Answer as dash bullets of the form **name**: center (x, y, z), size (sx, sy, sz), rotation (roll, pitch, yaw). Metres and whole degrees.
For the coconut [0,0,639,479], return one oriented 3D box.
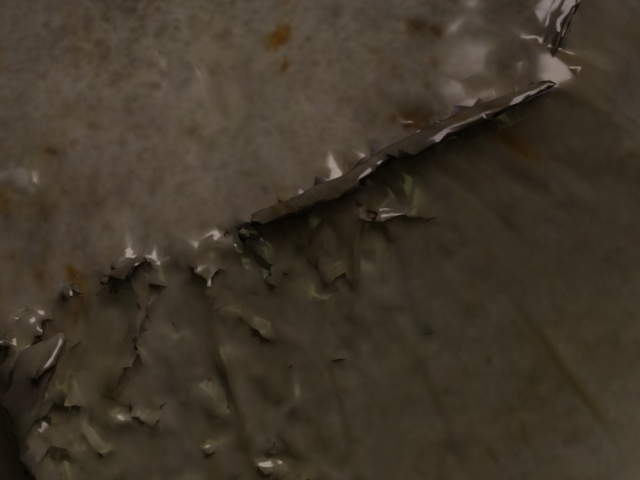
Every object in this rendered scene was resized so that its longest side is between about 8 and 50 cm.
- **coconut**: center (0.000, 0.000, 0.708), size (0.346, 0.360, 0.346), rotation (-4, 66, 9)
